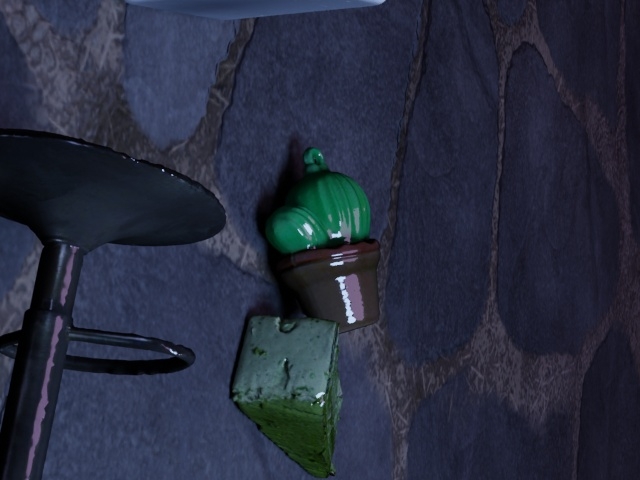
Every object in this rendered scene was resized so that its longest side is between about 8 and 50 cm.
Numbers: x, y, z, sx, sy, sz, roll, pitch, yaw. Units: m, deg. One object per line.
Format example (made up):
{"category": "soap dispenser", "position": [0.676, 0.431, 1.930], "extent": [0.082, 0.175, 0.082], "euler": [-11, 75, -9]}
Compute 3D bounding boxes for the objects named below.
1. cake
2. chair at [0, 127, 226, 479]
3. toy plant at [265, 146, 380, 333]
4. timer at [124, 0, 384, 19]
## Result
{"category": "cake", "position": [-0.028, 0.169, 1.621], "extent": [0.235, 0.099, 0.100], "euler": [83, 16, -62]}
{"category": "chair", "position": [-0.208, 0.146, 1.054], "extent": [0.226, 0.226, 0.401], "euler": [40, 56, -57]}
{"category": "toy plant", "position": [0.000, 0.000, 1.616], "extent": [0.143, 0.105, 0.200], "euler": [-11, 81, -49]}
{"category": "timer", "position": [-0.061, -0.310, 1.391], "extent": [0.194, 0.192, 0.195], "euler": [-3, 92, -64]}
